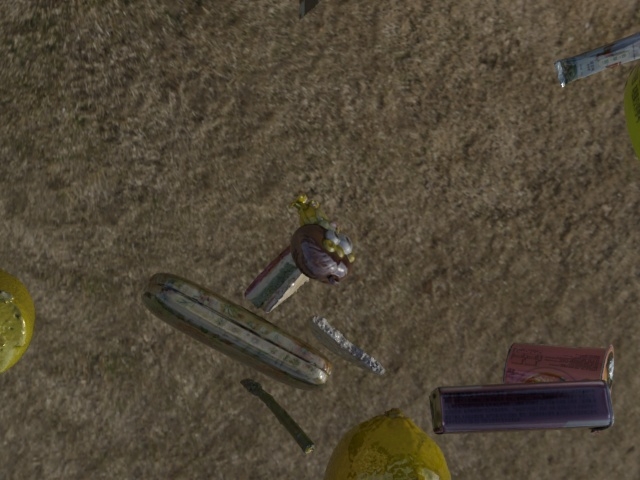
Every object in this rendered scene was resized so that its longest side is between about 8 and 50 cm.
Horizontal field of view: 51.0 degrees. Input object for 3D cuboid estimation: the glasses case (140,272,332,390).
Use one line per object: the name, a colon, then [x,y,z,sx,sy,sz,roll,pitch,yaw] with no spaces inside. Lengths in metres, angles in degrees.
glasses case: [-0.170,0.193,1.383,0.425,0.156,0.098,30,68,-12]

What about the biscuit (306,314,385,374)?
biscuit: [0.048,0.272,1.751,0.250,0.133,0.032,39,69,-15]

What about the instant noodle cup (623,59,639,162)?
instant noodle cup: [0.316,-0.090,0.324,0.311,0.311,0.221,3,146,-22]

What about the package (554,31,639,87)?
package: [0.312,-0.200,0.730,0.110,0.015,0.037,-17,128,16]

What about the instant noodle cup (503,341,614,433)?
instant noodle cup: [0.635,0.373,1.792,0.244,0.255,0.244,-16,108,-58]

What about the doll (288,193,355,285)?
doll: [-0.005,-0.003,1.215,0.096,0.188,0.145,-32,168,22]

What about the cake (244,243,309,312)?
cake: [-0.077,0.068,1.619,0.220,0.086,0.116,-33,152,-42]

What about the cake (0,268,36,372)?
cake: [-0.668,0.134,1.247,0.260,0.156,0.179,14,106,-20]

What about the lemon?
lemon: [0.136,0.505,1.357,0.268,0.268,0.321,24,84,-29]

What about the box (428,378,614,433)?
box: [0.268,0.230,0.922,0.224,0.120,0.069,-2,74,1]

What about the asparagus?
asparagus: [-0.044,0.166,0.651,0.015,0.114,0.014,-42,138,-12]

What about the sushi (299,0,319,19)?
sushi: [0.055,-0.478,0.800,0.064,0.359,0.343,0,93,-19]
